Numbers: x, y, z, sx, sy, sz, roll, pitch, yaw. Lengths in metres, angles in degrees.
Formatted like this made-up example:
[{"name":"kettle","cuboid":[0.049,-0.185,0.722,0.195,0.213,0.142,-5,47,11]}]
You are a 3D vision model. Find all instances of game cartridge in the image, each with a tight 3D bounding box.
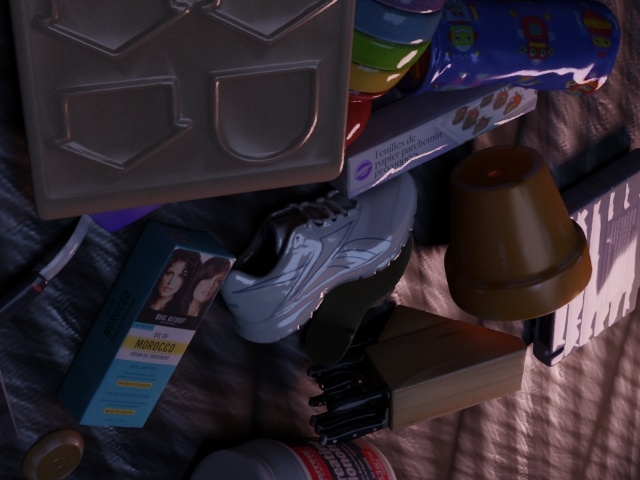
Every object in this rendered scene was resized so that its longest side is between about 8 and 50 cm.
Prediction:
[{"name":"game cartridge","cuboid":[0.458,0.031,1.904,0.230,0.068,0.355,-33,139,-27]}]

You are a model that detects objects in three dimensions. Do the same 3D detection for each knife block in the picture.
[{"name":"knife block","cuboid":[0.126,0.210,1.587,0.242,0.276,0.088,-57,154,-44]}]

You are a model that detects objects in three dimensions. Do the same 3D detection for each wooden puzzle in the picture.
[{"name":"wooden puzzle","cuboid":[-0.128,-0.182,1.087,0.322,0.080,0.347,-9,134,-16]}]

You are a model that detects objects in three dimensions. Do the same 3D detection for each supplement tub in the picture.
[{"name":"supplement tub","cuboid":[-0.035,0.374,1.591,0.272,0.191,0.191,9,114,-48]}]

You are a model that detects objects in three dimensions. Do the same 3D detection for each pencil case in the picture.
[{"name":"pencil case","cuboid":[0.218,-0.234,1.367,0.306,0.133,0.119,-5,88,-30]}]

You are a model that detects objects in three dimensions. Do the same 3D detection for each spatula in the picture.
[{"name":"spatula","cuboid":[-0.279,0.018,1.193,0.296,0.030,0.084,-43,140,-8]}]

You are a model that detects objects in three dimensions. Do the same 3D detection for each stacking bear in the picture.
[{"name":"stacking bear","cuboid":[0.037,-0.221,1.211,0.164,0.175,0.289,-46,166,-54]}]

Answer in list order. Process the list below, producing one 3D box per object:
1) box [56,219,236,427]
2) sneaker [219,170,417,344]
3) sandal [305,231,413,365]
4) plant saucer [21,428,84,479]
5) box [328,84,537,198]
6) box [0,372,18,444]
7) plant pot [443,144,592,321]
[{"name":"box","cuboid":[-0.202,0.101,1.311,0.100,0.060,0.244,14,110,-49]},{"name":"sneaker","cuboid":[0.000,0.000,1.395,0.297,0.111,0.129,-41,135,-13]},{"name":"sandal","cuboid":[0.056,0.059,1.539,0.240,0.088,0.079,-61,173,24]},{"name":"plant saucer","cuboid":[-0.320,0.266,1.368,0.083,0.015,0.083,-26,136,-28]},{"name":"box","cuboid":[0.143,-0.152,1.439,0.324,0.067,0.063,-27,136,-28]},{"name":"box","cuboid":[-0.435,0.167,1.124,0.231,0.056,0.183,-22,133,-22]},{"name":"plant pot","cuboid":[0.262,-0.023,1.573,0.205,0.205,0.188,-31,123,-23]}]
